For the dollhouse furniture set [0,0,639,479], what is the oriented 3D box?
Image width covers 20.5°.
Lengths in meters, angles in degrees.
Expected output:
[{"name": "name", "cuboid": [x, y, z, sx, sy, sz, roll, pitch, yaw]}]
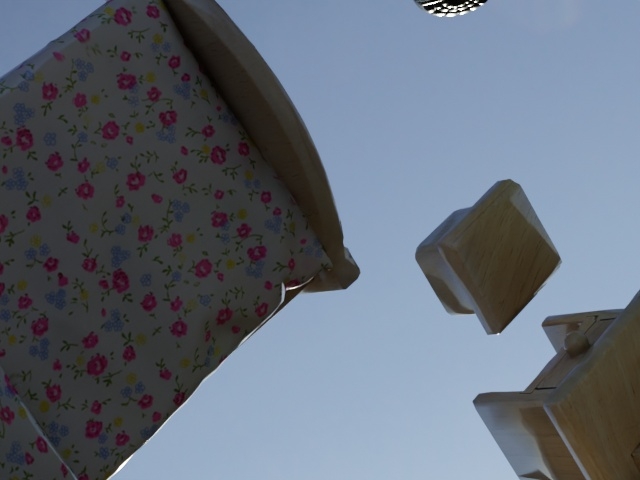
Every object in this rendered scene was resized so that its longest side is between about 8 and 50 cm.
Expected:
[{"name": "dollhouse furniture set", "cuboid": [0.000, 0.000, 0.574, 0.174, 0.355, 0.303, -8, 28, 51]}]

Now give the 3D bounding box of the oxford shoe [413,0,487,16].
[{"name": "oxford shoe", "cuboid": [0.087, -0.242, 1.114, 0.083, 0.096, 0.227, -7, -43, -7]}]
